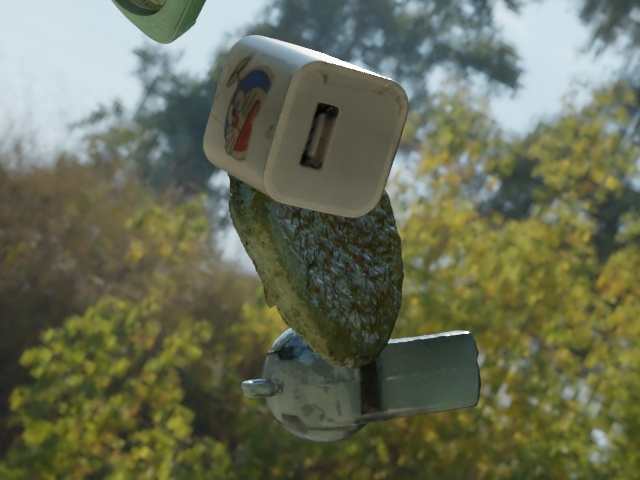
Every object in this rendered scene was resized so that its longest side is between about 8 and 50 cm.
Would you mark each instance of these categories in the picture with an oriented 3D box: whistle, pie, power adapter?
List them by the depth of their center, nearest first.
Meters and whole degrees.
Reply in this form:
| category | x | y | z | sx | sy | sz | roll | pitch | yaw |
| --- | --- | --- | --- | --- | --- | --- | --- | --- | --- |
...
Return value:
| category | x | y | z | sx | sy | sz | roll | pitch | yaw |
| --- | --- | --- | --- | --- | --- | --- | --- | --- | --- |
| power adapter | -0.032 | -0.112 | 1.408 | 0.125 | 0.130 | 0.205 | 11 | 9 | -32 |
| pie | 0.000 | 0.000 | 1.596 | 0.078 | 0.277 | 0.277 | -15 | -35 | 31 |
| whistle | 0.035 | 0.167 | 1.892 | 0.289 | 0.164 | 0.163 | -4 | 7 | -28 |

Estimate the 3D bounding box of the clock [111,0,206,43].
| category | x | y | z | sx | sy | sz | roll | pitch | yaw |
| --- | --- | --- | --- | --- | --- | --- | --- | --- | --- |
| clock | -0.164 | -0.255 | 1.435 | 0.135 | 0.041 | 0.101 | 43 | -42 | 5 |
